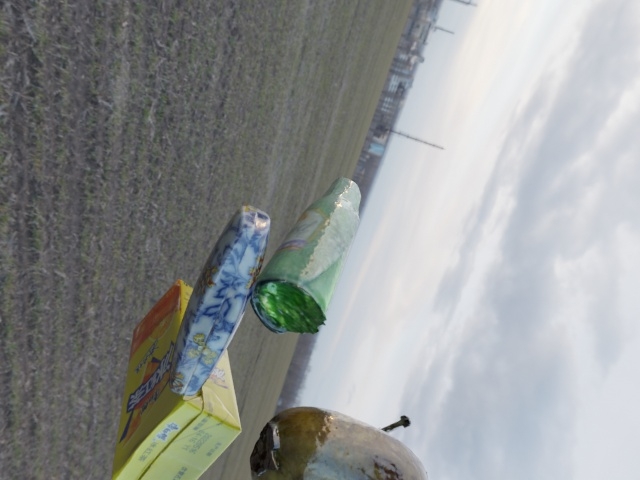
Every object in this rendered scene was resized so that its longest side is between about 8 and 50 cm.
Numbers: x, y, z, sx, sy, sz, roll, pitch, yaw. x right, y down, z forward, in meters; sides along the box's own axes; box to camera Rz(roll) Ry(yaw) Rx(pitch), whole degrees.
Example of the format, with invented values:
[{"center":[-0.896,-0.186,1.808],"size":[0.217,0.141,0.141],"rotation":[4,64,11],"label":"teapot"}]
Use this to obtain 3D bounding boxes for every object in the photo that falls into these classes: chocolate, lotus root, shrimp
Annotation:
[{"center":[0.000,0.000,0.664],"size":[0.291,0.110,0.110],"rotation":[-63,173,-47],"label":"chocolate"},{"center":[0.040,0.290,0.531],"size":[0.145,0.260,0.128],"rotation":[-60,-168,11],"label":"lotus root"},{"center":[0.122,0.416,0.960],"size":[0.148,0.035,0.195],"rotation":[-33,155,26],"label":"shrimp"}]

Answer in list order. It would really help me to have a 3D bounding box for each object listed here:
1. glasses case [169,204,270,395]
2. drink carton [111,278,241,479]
[{"center":[-0.122,0.075,0.528],"size":[0.247,0.065,0.087],"rotation":[-62,-165,21],"label":"glasses case"},{"center":[-0.236,0.218,0.739],"size":[0.154,0.111,0.351],"rotation":[-48,-153,5],"label":"drink carton"}]
